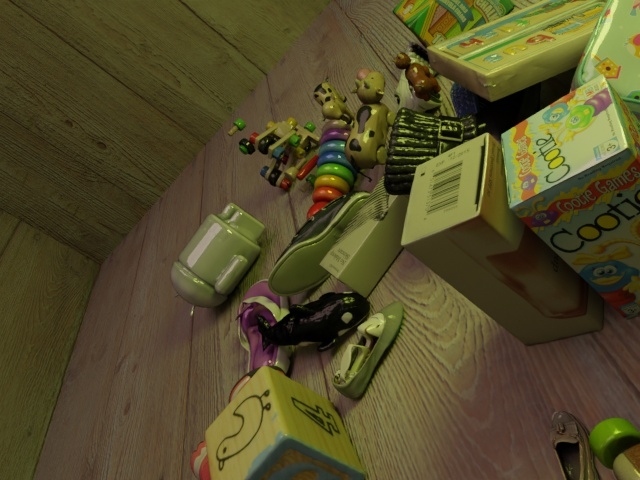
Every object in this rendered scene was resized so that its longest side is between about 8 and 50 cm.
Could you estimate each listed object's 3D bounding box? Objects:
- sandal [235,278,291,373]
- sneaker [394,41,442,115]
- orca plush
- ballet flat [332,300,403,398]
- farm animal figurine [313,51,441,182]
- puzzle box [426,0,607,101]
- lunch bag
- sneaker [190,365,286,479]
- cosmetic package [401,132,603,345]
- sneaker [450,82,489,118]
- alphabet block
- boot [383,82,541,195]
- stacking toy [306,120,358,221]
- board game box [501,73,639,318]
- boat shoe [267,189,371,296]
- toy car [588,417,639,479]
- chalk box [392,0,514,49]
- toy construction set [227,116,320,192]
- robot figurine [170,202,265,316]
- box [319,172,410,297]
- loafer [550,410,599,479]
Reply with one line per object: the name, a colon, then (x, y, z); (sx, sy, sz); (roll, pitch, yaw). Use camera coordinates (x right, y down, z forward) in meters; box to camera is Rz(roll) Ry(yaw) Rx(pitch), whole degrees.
sandal: (-0.158, 0.207, 1.491); (0.169, 0.102, 0.416); (-48, 27, 11)
sneaker: (0.250, -0.432, 1.599); (0.118, 0.110, 0.292); (-43, 27, 39)
orca plush: (-0.039, 0.157, 1.293); (0.287, 0.102, 0.151); (-8, 47, 38)
ballet flat: (0.091, 0.201, 1.140); (0.072, 0.068, 0.213); (6, 63, 59)
farm animal figurine: (0.111, -0.313, 1.443); (0.331, 0.172, 0.326); (-10, 71, 38)
puzzle box: (0.434, -0.389, 1.100); (0.409, 0.052, 0.272); (-23, 30, -2)
lunch bag: (0.518, -0.277, 0.883); (0.224, 0.108, 0.279); (23, 77, 17)
sneaker: (-0.151, 0.417, 1.261); (0.313, 0.116, 0.136); (-58, 37, 6)
cosmetic package: (0.265, 0.009, 0.835); (0.129, 0.296, 0.153); (-24, 41, 43)
sneaker: (0.336, -0.238, 1.263); (0.081, 0.091, 0.232); (-19, 64, 47)
alphabet block: (-0.069, 0.380, 1.051); (0.192, 0.193, 0.197); (-49, 27, 6)
boot: (0.277, -0.226, 1.137); (0.260, 0.131, 0.347); (11, 63, 22)
stacking toy: (0.033, -0.166, 1.603); (0.141, 0.141, 0.330); (-17, 48, 50)
board game box: (0.373, -0.044, 0.747); (0.142, 0.275, 0.144); (-32, 35, 37)
boat shoe: (-0.002, -0.003, 1.463); (0.340, 0.127, 0.113); (-47, 28, 8)
toy car: (0.395, 0.225, 0.566); (0.188, 0.149, 0.155); (-36, 19, 9)
chalk box: (0.367, -0.633, 1.552); (0.289, 0.179, 0.180); (-45, 29, 18)
toy construction set: (-0.076, -0.302, 1.872); (0.309, 0.257, 0.237); (27, 69, 43)
robot figurine: (-0.324, 0.059, 1.821); (0.353, 0.200, 0.300); (-55, 33, -2)
box: (0.126, -0.018, 1.310); (0.275, 0.094, 0.113); (-54, 27, -2)
loafer: (0.314, 0.265, 0.739); (0.045, 0.039, 0.125); (-38, 31, 30)
